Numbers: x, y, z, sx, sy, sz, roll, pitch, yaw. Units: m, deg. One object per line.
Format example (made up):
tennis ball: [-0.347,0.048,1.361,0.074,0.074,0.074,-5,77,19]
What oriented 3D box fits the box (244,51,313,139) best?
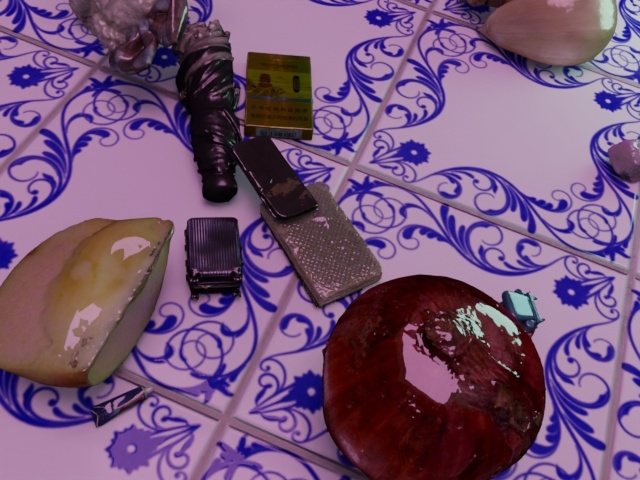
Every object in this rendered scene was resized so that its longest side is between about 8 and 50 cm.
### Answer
box: [-0.076,-0.266,1.250,0.121,0.030,0.193,3,54,-8]

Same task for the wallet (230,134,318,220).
wallet: [-0.074,-0.099,1.078,0.082,0.018,0.157,-21,67,-34]

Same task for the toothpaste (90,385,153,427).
toothpaste: [-0.255,0.210,0.888,0.083,0.019,0.027,-24,86,-23]

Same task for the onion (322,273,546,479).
onion: [0.136,0.171,0.841,0.276,0.276,0.276,5,54,-6]

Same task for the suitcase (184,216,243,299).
suitcase: [-0.157,0.023,1.012,0.086,0.059,0.126,-1,55,-12]

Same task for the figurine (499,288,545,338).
figurine: [0.254,0.110,1.011,0.140,0.075,0.068,3,55,-10]

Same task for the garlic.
garlic: [0.466,-0.507,1.428,0.312,0.286,0.249,2,10,-15]

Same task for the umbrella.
umbrella: [-0.187,-0.217,1.171,0.113,0.106,0.358,-9,64,-4]

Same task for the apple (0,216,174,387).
apple: [-0.320,0.081,0.912,0.193,0.120,0.265,10,50,14]

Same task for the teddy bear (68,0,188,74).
teddy bear: [-0.308,-0.472,1.251,0.327,0.375,0.362,-31,92,15]

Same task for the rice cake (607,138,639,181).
rice cake: [0.709,-0.168,1.298,0.364,0.056,0.073,-8,59,-15]

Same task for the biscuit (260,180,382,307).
biscuit: [0.000,0.000,1.068,0.121,0.041,0.199,-21,60,-24]
